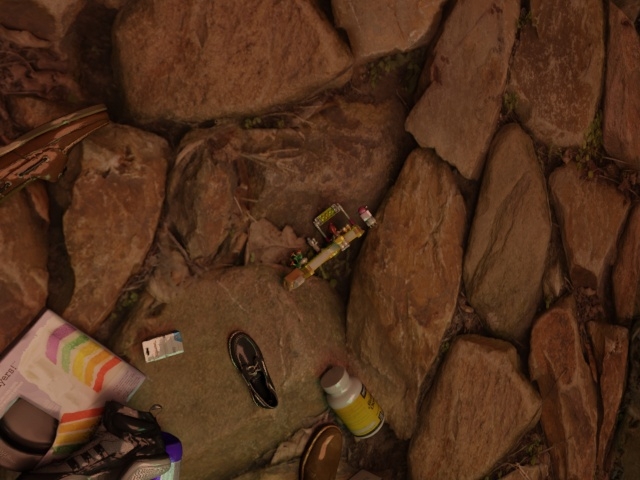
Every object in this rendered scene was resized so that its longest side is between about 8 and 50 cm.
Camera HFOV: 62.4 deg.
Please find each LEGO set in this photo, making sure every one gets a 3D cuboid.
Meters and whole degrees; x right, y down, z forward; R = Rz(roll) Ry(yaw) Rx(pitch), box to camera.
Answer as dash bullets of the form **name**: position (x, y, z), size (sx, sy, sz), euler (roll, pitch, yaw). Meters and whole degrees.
- **LEGO set**: position (0.000, 0.000, 1.332), size (0.287, 0.132, 0.107), euler (-38, 92, -3)

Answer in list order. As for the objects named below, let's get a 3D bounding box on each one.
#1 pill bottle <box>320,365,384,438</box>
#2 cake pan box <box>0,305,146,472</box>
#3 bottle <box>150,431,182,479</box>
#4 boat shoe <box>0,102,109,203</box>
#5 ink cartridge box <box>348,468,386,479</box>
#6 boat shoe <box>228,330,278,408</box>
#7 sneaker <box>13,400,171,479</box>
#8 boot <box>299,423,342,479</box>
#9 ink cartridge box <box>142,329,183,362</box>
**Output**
- **pill bottle**: position (0.080, 0.417, 1.371), size (0.103, 0.103, 0.184), euler (-45, 112, -25)
- **cake pan box**: position (-0.519, 0.302, 1.016), size (0.246, 0.070, 0.266), euler (45, 67, -21)
- **bottle**: position (-0.348, 0.548, 1.086), size (0.092, 0.118, 0.282), euler (9, 84, -36)
- **boat shoe**: position (-0.531, -0.157, 1.002), size (0.307, 0.111, 0.104), euler (-33, 110, -18)
- **ink cartridge box**: position (0.173, 0.713, 1.346), size (0.100, 0.237, 0.171), euler (-27, 103, -33)
- **boat shoe**: position (-0.151, 0.307, 1.248), size (0.075, 0.065, 0.206), euler (-27, 103, -30)
- **sneaker**: position (-0.422, 0.382, 0.985), size (0.269, 0.101, 0.153), euler (-3, 73, -18)
- **boot**: position (0.005, 0.618, 1.314), size (0.112, 0.115, 0.305), euler (26, 74, -27)
- **ink cartridge box**: position (-0.345, 0.230, 1.148), size (0.083, 0.028, 0.048), euler (-12, 95, -32)
